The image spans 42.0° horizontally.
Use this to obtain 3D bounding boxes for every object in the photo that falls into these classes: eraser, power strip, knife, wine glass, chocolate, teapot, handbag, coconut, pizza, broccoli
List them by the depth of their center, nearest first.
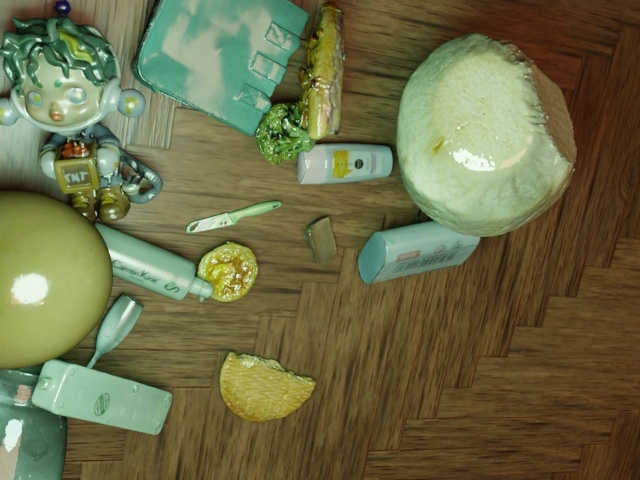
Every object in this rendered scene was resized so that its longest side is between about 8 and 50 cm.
[{"bbox_3d":[-0.596,0.296,1.534,0.305,0.223,0.285,17,92,1],"label":"teapot"},{"bbox_3d":[-0.191,-0.362,1.538,0.274,0.100,0.269,20,94,-28],"label":"handbag"},{"bbox_3d":[-0.401,0.293,1.552,0.385,0.062,0.091,42,64,-63],"label":"power strip"},{"bbox_3d":[0.002,-0.320,1.580,0.085,0.161,0.306,4,65,-2],"label":"pizza"},{"bbox_3d":[-0.068,-0.208,1.621,0.130,0.120,0.131,-69,157,-10],"label":"broccoli"},{"bbox_3d":[-0.421,0.196,1.637,0.066,0.066,0.198,33,90,-28],"label":"wine glass"},{"bbox_3d":[0.322,-0.207,1.659,0.344,0.415,0.415,-4,111,10],"label":"coconut"},{"bbox_3d":[-0.173,-0.047,1.689,0.207,0.014,0.030,-15,112,-17],"label":"knife"},{"bbox_3d":[0.000,0.000,1.768,0.064,0.031,0.101,-35,122,-29],"label":"chocolate"},{"bbox_3d":[0.211,0.020,1.800,0.227,0.174,0.081,-12,69,-20],"label":"eraser"}]

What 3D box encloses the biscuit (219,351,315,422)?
[{"bbox_3d":[-0.128,0.327,1.816,0.224,0.033,0.144,21,100,-27],"label":"biscuit"}]

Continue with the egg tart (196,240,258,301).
[{"bbox_3d":[-0.190,0.059,1.694,0.130,0.052,0.130,-7,110,-20],"label":"egg tart"}]

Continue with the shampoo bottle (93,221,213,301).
[{"bbox_3d":[-0.328,0.051,1.598,0.262,0.085,0.085,24,96,-21],"label":"shampoo bottle"}]

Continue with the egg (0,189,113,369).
[{"bbox_3d":[-0.533,0.065,1.401,0.373,0.301,0.301,-1,112,20],"label":"egg"}]

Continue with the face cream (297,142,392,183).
[{"bbox_3d":[0.050,-0.160,1.722,0.198,0.057,0.084,-6,108,-22],"label":"face cream"}]

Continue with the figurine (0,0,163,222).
[{"bbox_3d":[-0.428,-0.208,1.438,0.261,0.186,0.382,-10,116,-8],"label":"figurine"}]
